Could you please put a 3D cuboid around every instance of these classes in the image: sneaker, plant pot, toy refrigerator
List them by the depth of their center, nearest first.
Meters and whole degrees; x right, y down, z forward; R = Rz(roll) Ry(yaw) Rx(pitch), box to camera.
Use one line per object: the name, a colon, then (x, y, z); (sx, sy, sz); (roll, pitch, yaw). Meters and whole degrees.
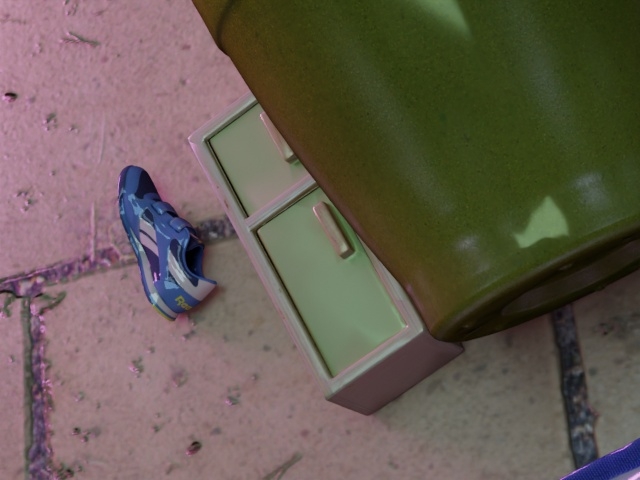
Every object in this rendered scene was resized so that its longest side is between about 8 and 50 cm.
plant pot: (0.119, -0.126, 1.415); (0.366, 0.366, 0.353); (-28, 77, 17)
toy refrigerator: (0.000, 0.000, 1.559); (0.102, 0.094, 0.269); (-35, 63, 14)
sneaker: (-0.133, -0.004, 1.650); (0.059, 0.053, 0.144); (-26, 75, 18)

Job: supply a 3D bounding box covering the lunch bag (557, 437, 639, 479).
lunch bag: (0.206, 0.332, 1.291); (0.385, 0.239, 0.328); (-34, 63, 39)
